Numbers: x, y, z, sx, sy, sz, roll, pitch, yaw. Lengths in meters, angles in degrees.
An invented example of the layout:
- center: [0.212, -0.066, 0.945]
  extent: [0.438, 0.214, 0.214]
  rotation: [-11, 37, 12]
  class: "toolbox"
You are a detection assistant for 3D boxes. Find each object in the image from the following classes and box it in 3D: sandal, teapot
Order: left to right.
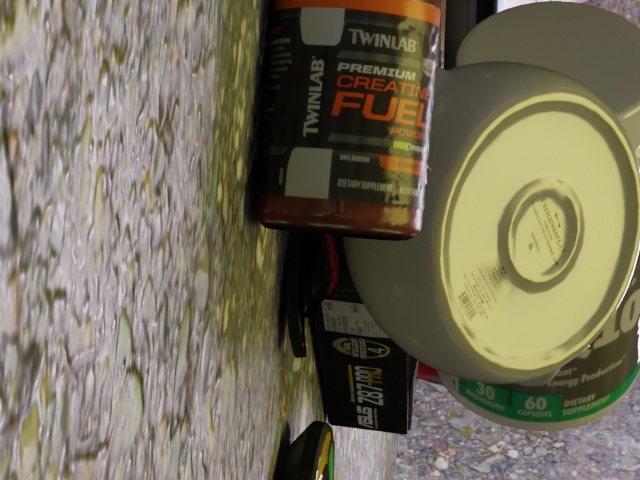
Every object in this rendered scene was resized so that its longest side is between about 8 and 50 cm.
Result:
- center: [0.000, 0.000, 1.334]
  extent: [0.067, 0.040, 0.179]
  rotation: [86, 11, -66]
  class: "sandal"
- center: [0.107, -0.017, 1.352]
  extent: [0.187, 0.252, 0.256]
  rotation: [15, -84, 52]
  class: "teapot"

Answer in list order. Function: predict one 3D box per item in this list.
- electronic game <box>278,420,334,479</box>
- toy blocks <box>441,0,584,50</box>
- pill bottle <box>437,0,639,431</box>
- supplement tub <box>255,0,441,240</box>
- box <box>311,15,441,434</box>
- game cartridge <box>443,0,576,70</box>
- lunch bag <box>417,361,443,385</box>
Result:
- center: [-0.011, 0.258, 1.423]
  extent: [0.229, 0.048, 0.229]
  rotation: [5, 90, -85]
  class: "electronic game"
- center: [0.214, -0.321, 2.169]
  extent: [0.289, 0.260, 0.309]
  rotation: [-74, 168, -63]
  class: "toy blocks"
- center: [0.200, -0.018, 1.594]
  extent: [0.204, 0.204, 0.361]
  rotation: [-80, 170, -46]
  class: "pill bottle"
- center: [0.018, -0.101, 1.097]
  extent: [0.106, 0.106, 0.198]
  rotation: [15, 79, -85]
  class: "supplement tub"
- center: [0.060, -0.026, 1.676]
  extent: [0.395, 0.097, 0.318]
  rotation: [81, 16, -68]
  class: "box"
- center: [0.192, -0.271, 1.711]
  extent: [0.230, 0.068, 0.355]
  rotation: [-51, 149, -45]
  class: "game cartridge"
- center: [0.149, 0.011, 1.929]
  extent: [0.120, 0.258, 0.293]
  rotation: [28, 75, -50]
  class: "lunch bag"
